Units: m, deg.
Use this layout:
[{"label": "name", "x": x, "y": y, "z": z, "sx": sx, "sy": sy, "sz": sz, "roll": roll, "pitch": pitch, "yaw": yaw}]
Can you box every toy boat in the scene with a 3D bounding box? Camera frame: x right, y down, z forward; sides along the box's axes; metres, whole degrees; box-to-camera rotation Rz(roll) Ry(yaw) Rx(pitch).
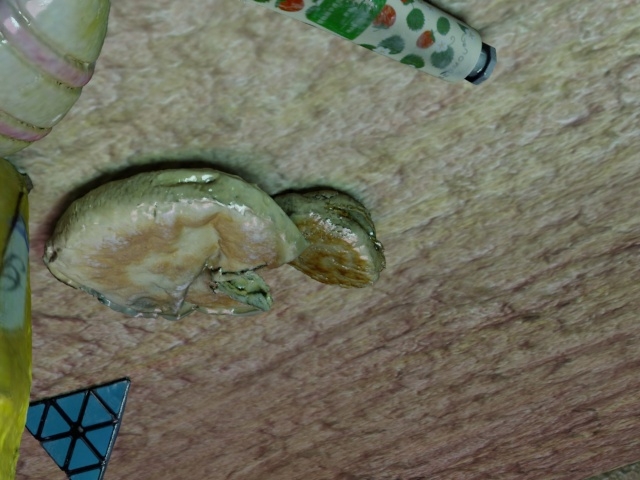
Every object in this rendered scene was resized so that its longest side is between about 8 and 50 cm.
[{"label": "toy boat", "x": -0.325, "y": -0.144, "z": 0.926, "sx": 0.294, "sy": 0.111, "sz": 0.276, "roll": -15, "pitch": 156, "yaw": -9}]

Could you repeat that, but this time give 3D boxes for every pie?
[{"label": "pie", "x": 0.000, "y": 0.000, "z": 1.294, "sx": 0.163, "sy": 0.079, "sz": 0.193, "roll": -1, "pitch": 149, "yaw": 15}, {"label": "pie", "x": -0.182, "y": 0.013, "z": 1.245, "sx": 0.338, "sy": 0.075, "sz": 0.337, "roll": 1, "pitch": 149, "yaw": 1}]

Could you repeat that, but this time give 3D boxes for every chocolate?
[{"label": "chocolate", "x": -0.359, "y": 0.111, "z": 1.010, "sx": 0.162, "sy": 0.445, "sz": 0.162, "roll": -11, "pitch": 148, "yaw": -7}]

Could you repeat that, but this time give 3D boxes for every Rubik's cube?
[{"label": "Rubik's cube", "x": -0.376, "y": 0.363, "z": 1.701, "sx": 0.211, "sy": 0.178, "sz": 0.190, "roll": -17, "pitch": 152, "yaw": 13}]

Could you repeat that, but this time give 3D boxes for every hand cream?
[{"label": "hand cream", "x": 0.057, "y": -0.216, "z": 0.966, "sx": 0.276, "sy": 0.059, "sz": 0.095, "roll": 17, "pitch": 139, "yaw": -31}]
